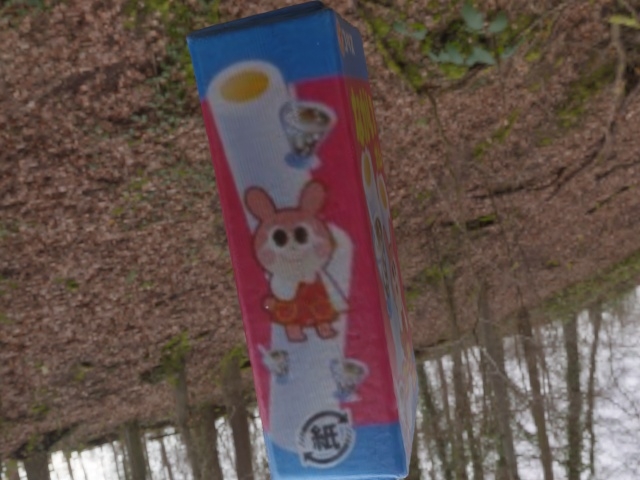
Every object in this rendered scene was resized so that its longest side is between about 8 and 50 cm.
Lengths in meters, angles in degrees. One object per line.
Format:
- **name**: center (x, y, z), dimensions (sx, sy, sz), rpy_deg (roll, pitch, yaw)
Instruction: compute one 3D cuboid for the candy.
- **candy**: center (-0.001, 0.000, 0.523), dimensions (0.100, 0.306, 0.157), rpy_deg (-7, -170, 12)
